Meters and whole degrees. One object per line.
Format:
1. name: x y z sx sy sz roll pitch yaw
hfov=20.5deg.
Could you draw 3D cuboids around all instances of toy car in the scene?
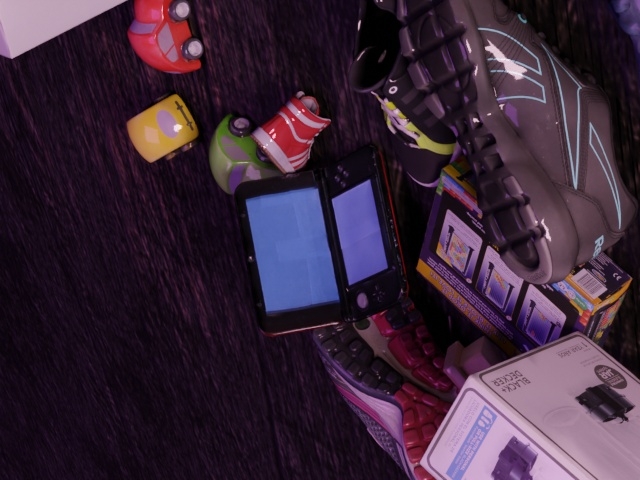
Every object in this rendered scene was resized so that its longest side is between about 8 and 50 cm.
1. toy car: -0.117 -0.112 1.718 0.225 0.053 0.239 44 149 25

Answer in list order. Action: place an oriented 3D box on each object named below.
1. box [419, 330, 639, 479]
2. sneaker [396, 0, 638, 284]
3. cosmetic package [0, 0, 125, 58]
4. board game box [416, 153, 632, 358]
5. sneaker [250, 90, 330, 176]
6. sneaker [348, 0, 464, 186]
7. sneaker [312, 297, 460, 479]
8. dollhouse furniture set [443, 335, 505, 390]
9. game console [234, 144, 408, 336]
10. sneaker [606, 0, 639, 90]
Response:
1. box: 0.233 0.198 1.253 0.290 0.169 0.087 39 120 24
2. sneaker: 0.140 -0.103 1.279 0.267 0.106 0.101 67 158 -1
3. cosmetic package: -0.256 -0.286 1.522 0.377 0.284 0.097 23 138 47
4. board game box: 0.160 0.027 1.428 0.170 0.048 0.141 44 151 22
5. sneaker: -0.019 -0.094 1.608 0.042 0.067 0.118 45 180 17
6. sneaker: 0.056 -0.132 1.379 0.084 0.097 0.234 33 143 38
7. sneaker: 0.105 0.158 1.591 0.299 0.121 0.112 52 167 24
8. dollhouse furniture set: 0.151 0.306 1.383 0.174 0.303 0.355 -35 102 22
9. game console: 0.000 0.000 1.550 0.124 0.085 0.144 -27 71 53
10. sneaker: 0.157 -0.219 1.047 0.131 0.148 0.350 -111 8 -66
